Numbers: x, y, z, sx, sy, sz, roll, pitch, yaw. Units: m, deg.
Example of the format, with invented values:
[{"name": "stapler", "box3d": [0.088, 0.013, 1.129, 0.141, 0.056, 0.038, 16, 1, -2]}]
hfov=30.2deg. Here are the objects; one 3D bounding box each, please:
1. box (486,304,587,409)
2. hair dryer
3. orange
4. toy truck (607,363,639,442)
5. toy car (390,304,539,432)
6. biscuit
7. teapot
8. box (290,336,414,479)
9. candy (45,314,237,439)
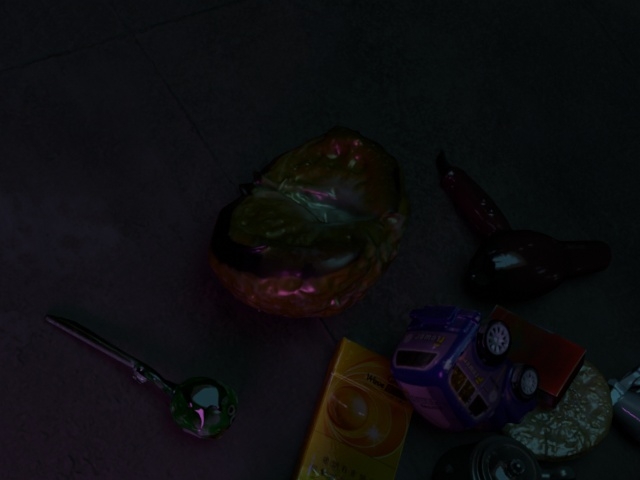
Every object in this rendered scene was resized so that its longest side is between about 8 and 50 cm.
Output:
[{"name": "box", "box3d": [0.342, 0.194, 1.985, 0.175, 0.048, 0.112, 28, 60, 24]}, {"name": "hair dryer", "box3d": [0.338, -0.044, 2.156, 0.312, 0.123, 0.340, -10, 55, -40]}, {"name": "orange", "box3d": [0.000, 0.000, 1.886, 0.270, 0.210, 0.369, 13, 44, 32]}, {"name": "toy truck", "box3d": [0.602, 0.317, 2.039, 0.140, 0.108, 0.257, -40, 80, -22]}, {"name": "toy car", "box3d": [0.222, 0.220, 1.870, 0.235, 0.172, 0.158, 51, 62, -24]}, {"name": "biscuit", "box3d": [0.386, 0.269, 1.989, 0.219, 0.033, 0.220, 3, 58, -4]}, {"name": "teapot", "box3d": [0.284, 0.370, 1.839, 0.239, 0.149, 0.163, 8, 58, -19]}, {"name": "box", "box3d": [0.057, 0.297, 1.847, 0.152, 0.043, 0.269, 29, 54, -10]}, {"name": "candy", "box3d": [-0.270, 0.190, 1.761, 0.323, 0.097, 0.097, 30, 54, 6]}]
